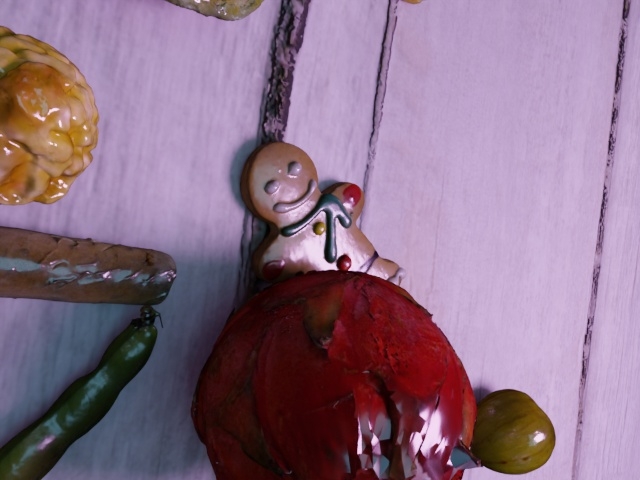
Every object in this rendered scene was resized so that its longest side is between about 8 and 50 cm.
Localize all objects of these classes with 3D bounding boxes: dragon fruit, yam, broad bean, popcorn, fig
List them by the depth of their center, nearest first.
[{"bbox_3d":[-0.278,-0.096,0.400,0.180,0.180,0.170,-16,68,-32],"label":"popcorn"},{"bbox_3d":[-0.300,0.022,0.446,0.318,0.067,0.071,10,75,-34],"label":"yam"},{"bbox_3d":[-0.255,0.176,0.492,0.254,0.047,0.065,-49,154,-17],"label":"broad bean"},{"bbox_3d":[0.011,0.178,0.521,0.296,0.301,0.295,-6,120,-10],"label":"dragon fruit"},{"bbox_3d":[0.312,0.345,0.843,0.142,0.187,0.147,-74,151,-62],"label":"fig"}]

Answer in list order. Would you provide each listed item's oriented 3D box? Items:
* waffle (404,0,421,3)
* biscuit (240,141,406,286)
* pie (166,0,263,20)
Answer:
[{"bbox_3d":[0.080,-0.449,0.671,0.211,0.055,0.160,3,90,-34],"label":"waffle"},{"bbox_3d":[0.000,0.000,0.653,0.197,0.049,0.301,-43,113,-26],"label":"biscuit"},{"bbox_3d":[-0.167,-0.377,0.458,0.323,0.071,0.322,21,62,-46],"label":"pie"}]
